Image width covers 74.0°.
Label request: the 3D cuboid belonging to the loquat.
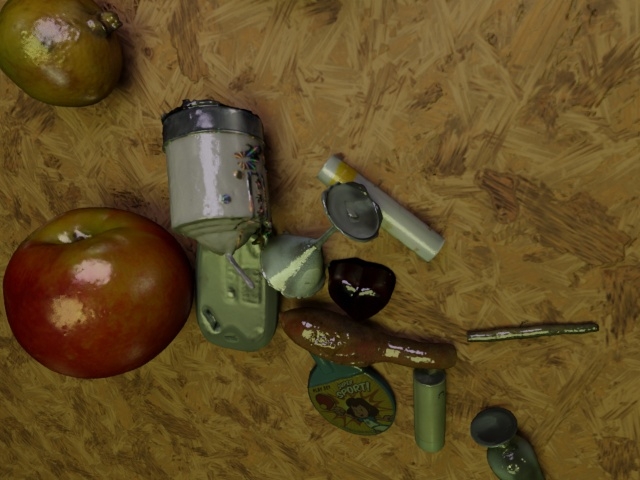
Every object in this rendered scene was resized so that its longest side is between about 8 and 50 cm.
[{"bbox_3d":[-0.462,-0.360,0.777,0.246,0.213,0.213,-13,110,24],"label":"loquat"}]

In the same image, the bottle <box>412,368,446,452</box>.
[{"bbox_3d":[0.245,0.377,0.953,0.072,0.072,0.201,2,115,19],"label":"bottle"}]

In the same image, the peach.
[{"bbox_3d":[-0.469,0.123,0.930,0.388,0.388,0.388,8,117,16],"label":"peach"}]

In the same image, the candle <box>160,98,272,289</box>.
[{"bbox_3d":[-0.177,-0.072,0.761,0.187,0.187,0.330,-10,83,24],"label":"candle"}]

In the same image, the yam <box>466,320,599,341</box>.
[{"bbox_3d":[0.405,0.176,0.826,0.234,0.029,0.027,-11,138,23],"label":"yam"}]

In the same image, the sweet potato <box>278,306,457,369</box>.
[{"bbox_3d":[0.091,0.223,0.919,0.385,0.109,0.109,14,119,5],"label":"sweet potato"}]

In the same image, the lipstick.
[{"bbox_3d":[0.113,-0.060,0.795,0.264,0.059,0.059,37,121,-1],"label":"lipstick"}]

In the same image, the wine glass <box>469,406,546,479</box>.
[{"bbox_3d":[0.420,0.483,0.925,0.103,0.103,0.231,-22,109,27],"label":"wine glass"}]

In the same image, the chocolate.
[{"bbox_3d":[0.072,0.109,0.880,0.149,0.080,0.125,15,119,11],"label":"chocolate"}]

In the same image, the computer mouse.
[{"bbox_3d":[-0.186,0.105,0.965,0.197,0.095,0.330,8,109,4],"label":"computer mouse"}]

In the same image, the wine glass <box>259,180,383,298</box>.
[{"bbox_3d":[0.000,0.000,0.780,0.156,0.156,0.232,43,137,-4],"label":"wine glass"}]

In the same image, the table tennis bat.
[{"bbox_3d":[0.053,0.352,1.031,0.215,0.044,0.329,-23,107,29],"label":"table tennis bat"}]
